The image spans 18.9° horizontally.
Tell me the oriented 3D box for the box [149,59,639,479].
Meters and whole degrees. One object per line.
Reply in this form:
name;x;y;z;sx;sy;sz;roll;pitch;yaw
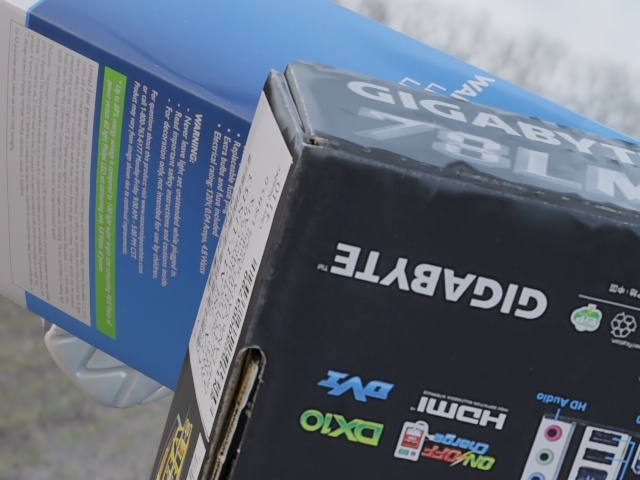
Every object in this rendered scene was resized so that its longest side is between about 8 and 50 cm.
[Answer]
box;0.089;0.128;0.523;0.295;0.293;0.073;12;21;-12

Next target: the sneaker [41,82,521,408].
sneaker;-0.022;-0.031;0.865;0.094;0.235;0.153;55;6;-36

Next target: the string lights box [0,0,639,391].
string lights box;0.000;0.000;0.632;0.259;0.133;0.077;27;44;22
